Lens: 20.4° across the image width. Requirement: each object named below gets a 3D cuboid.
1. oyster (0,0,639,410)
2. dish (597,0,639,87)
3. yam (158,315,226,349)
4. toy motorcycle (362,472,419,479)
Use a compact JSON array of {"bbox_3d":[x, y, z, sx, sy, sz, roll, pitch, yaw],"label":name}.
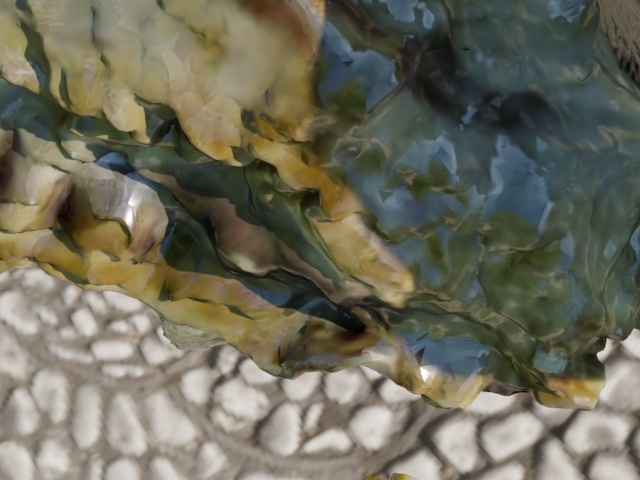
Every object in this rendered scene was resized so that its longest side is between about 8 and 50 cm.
[{"bbox_3d":[-0.036,-0.062,0.515,0.355,0.107,0.201,15,98,-3],"label":"oyster"},{"bbox_3d":[0.124,-0.091,0.794,0.080,0.243,0.182,-17,62,-11],"label":"dish"},{"bbox_3d":[0.000,0.000,1.031,0.194,0.107,0.107,-13,95,4],"label":"yam"},{"bbox_3d":[0.067,0.169,0.761,0.094,0.229,0.129,13,64,42],"label":"toy motorcycle"}]
